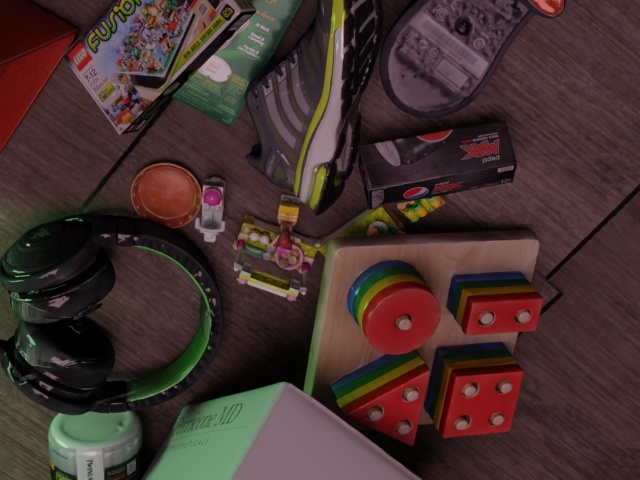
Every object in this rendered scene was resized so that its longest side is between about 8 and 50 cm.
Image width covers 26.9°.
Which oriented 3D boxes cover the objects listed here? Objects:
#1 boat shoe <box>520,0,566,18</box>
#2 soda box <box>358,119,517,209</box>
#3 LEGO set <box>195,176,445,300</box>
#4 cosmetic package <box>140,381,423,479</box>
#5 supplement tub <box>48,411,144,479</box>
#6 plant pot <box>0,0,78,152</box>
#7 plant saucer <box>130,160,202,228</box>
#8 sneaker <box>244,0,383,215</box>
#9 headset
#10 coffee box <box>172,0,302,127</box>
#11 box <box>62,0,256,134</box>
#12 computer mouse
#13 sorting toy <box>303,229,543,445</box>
[{"bbox_3d":[0.210,-0.284,1.366,0.049,0.043,0.137,-33,106,3],"label":"boat shoe"},{"bbox_3d":[0.129,-0.085,1.491,0.169,0.060,0.053,-11,159,-3],"label":"soda box"},{"bbox_3d":[0.000,0.000,1.532,0.287,0.107,0.132,0,116,3],"label":"LEGO set"},{"bbox_3d":[-0.074,0.423,1.526,0.327,0.394,0.329,37,156,-14],"label":"cosmetic package"},{"bbox_3d":[-0.280,0.308,1.687,0.117,0.117,0.190,2,115,1],"label":"supplement tub"},{"bbox_3d":[-0.458,-0.170,1.402,0.235,0.267,0.267,39,112,-1],"label":"plant pot"},{"bbox_3d":[-0.179,-0.054,1.565,0.083,0.013,0.083,1,117,2],"label":"plant saucer"},{"bbox_3d":[-0.017,-0.168,1.411,0.121,0.111,0.300,21,125,13],"label":"sneaker"},{"bbox_3d":[-0.308,0.101,1.551,0.394,0.185,0.243,1,116,-9],"label":"headset"},{"bbox_3d":[-0.103,-0.227,1.463,0.113,0.040,0.184,26,115,-9],"label":"coffee box"},{"bbox_3d":[-0.175,-0.220,1.433,0.207,0.036,0.114,-41,82,28],"label":"box"},{"bbox_3d":[0.171,-0.248,1.433,0.188,0.072,0.272,41,98,-14],"label":"computer mouse"},{"bbox_3d":[0.124,0.125,1.545,0.255,0.089,0.257,-2,121,-20],"label":"sorting toy"}]
